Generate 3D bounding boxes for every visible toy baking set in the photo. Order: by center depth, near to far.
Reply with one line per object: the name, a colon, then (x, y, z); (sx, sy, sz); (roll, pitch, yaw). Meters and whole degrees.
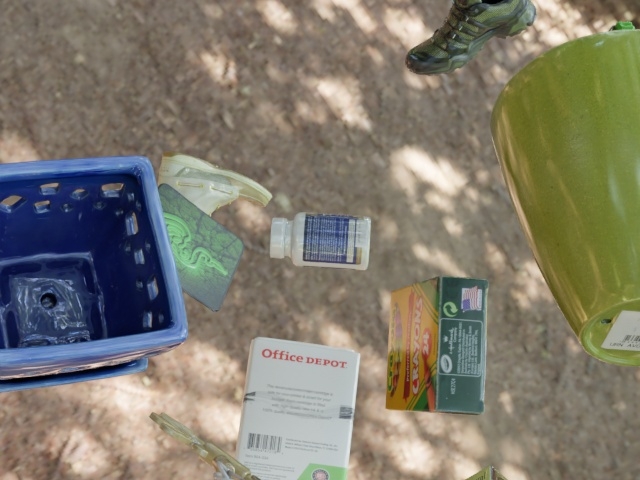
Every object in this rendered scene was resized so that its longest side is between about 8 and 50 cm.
toy baking set: (-0.151, 0.322, 1.696); (0.256, 0.030, 0.197); (31, -6, 19)

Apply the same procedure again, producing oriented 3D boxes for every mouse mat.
mouse mat: (-0.215, 0.011, 1.934); (0.189, 0.007, 0.153); (37, 52, -23)

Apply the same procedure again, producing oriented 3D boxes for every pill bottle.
pill bottle: (0.000, 0.000, 1.436); (0.067, 0.120, 0.067); (4, 90, -89)

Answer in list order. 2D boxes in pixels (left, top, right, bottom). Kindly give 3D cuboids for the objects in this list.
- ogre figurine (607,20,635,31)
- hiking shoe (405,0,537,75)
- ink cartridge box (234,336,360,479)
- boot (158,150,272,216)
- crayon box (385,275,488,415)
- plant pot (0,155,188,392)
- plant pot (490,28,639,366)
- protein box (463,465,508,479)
ogre figurine: (0.370, -0.153, 1.441); (0.118, 0.096, 0.197); (85, -16, -66)
hiking shoe: (0.226, -0.352, 1.878); (0.114, 0.227, 0.086); (58, 4, -39)
ink cartridge box: (-0.045, 0.327, 2.105); (0.198, 0.115, 0.273); (8, 72, -3)
boot: (-0.200, -0.050, 2.075); (0.213, 0.077, 0.165); (19, 81, -26)
crayon box: (0.170, 0.171, 1.853); (0.081, 0.318, 0.202); (4, 81, -11)
plant pot: (-0.306, 0.051, 1.385); (0.236, 0.212, 0.236); (-7, 72, -21)
plant pot: (0.332, -0.024, 1.264); (0.274, 0.274, 0.294); (32, 44, -36)
protein box: (0.171, 0.419, 1.404); (0.136, 0.200, 0.201); (42, 30, -22)
